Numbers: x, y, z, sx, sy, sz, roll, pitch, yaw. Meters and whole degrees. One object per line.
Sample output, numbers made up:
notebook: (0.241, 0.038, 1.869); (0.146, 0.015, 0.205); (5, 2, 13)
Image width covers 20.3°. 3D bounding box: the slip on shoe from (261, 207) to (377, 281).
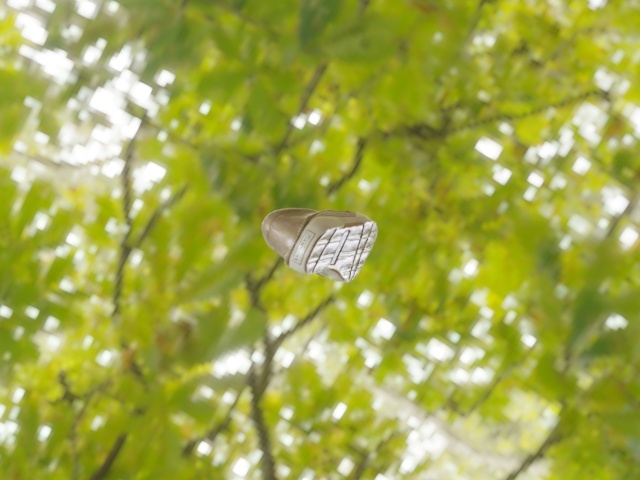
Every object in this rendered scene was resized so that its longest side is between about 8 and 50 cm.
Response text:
slip on shoe: (0.000, 0.000, 1.210); (0.041, 0.051, 0.135); (28, -169, 19)
